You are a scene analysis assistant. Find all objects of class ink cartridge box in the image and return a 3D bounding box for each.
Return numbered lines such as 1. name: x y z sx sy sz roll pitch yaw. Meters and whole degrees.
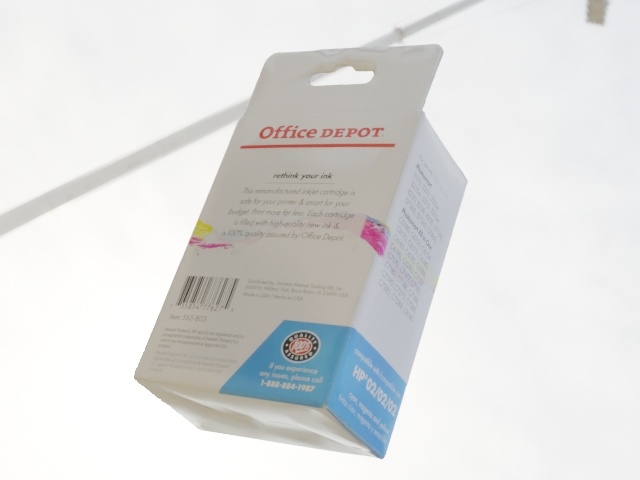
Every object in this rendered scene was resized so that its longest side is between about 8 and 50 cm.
1. ink cartridge box: 0.000 0.000 0.528 0.104 0.181 0.061 3 -29 33
